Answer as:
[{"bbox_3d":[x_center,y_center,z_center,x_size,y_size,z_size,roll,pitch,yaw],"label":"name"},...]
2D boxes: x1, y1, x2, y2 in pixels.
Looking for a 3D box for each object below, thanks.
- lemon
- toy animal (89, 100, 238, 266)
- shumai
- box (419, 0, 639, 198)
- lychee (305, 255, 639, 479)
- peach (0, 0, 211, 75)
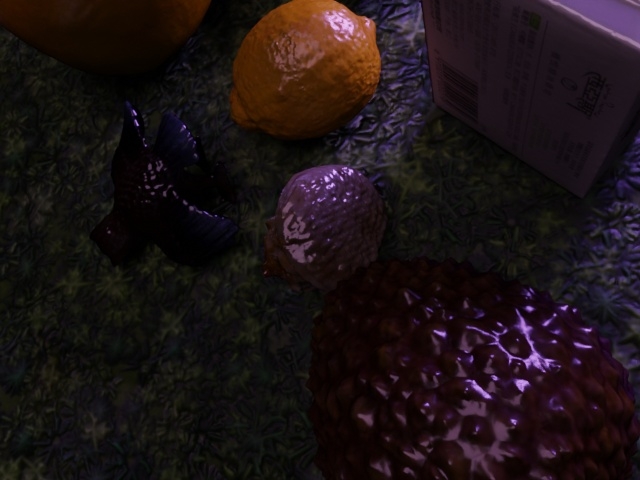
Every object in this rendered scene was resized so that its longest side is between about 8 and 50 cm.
[{"bbox_3d":[-0.021,-0.180,0.634,0.187,0.142,0.142,-30,69,12],"label":"lemon"},{"bbox_3d":[-0.197,-0.052,0.661,0.180,0.116,0.218,-40,75,1],"label":"toy animal"},{"bbox_3d":[-0.003,-0.002,0.607,0.116,0.146,0.145,-23,63,54],"label":"shumai"},{"bbox_3d":[0.195,-0.168,0.506,0.194,0.260,0.111,39,84,20],"label":"box"},{"bbox_3d":[0.099,0.125,0.469,0.272,0.271,0.271,-4,74,15],"label":"lychee"},{"bbox_3d":[-0.250,-0.349,0.659,0.289,0.308,0.288,1,72,-2],"label":"peach"}]
